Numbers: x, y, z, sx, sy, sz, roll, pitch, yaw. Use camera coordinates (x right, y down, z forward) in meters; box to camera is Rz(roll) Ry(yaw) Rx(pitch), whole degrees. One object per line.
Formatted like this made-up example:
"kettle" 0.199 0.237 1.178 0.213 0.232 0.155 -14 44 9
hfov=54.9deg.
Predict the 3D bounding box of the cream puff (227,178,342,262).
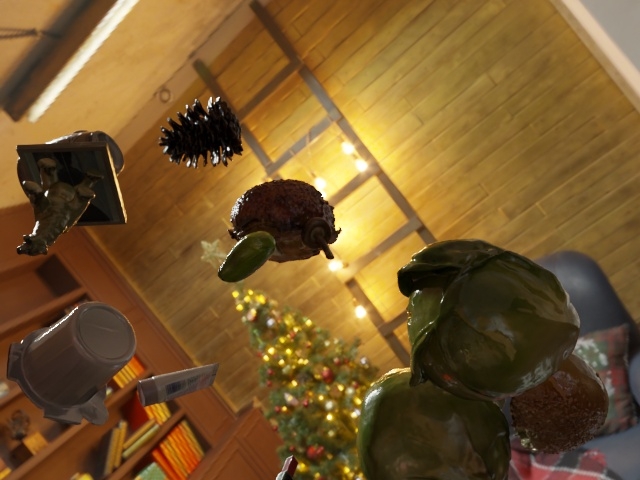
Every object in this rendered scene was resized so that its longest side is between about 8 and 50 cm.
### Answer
"cream puff" -0.120 -0.069 1.906 0.351 0.228 0.350 -8 -22 -3

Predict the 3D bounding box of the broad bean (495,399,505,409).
"broad bean" 0.465 0.409 1.881 0.119 0.291 0.238 -36 26 10

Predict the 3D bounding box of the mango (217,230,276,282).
"mango" -0.180 0.037 1.483 0.165 0.074 0.091 -36 -35 6

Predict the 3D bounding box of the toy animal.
"toy animal" -0.420 -0.053 0.980 0.101 0.103 0.218 -63 22 16

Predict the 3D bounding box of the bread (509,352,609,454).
"bread" 0.500 0.349 1.295 0.192 0.314 0.171 2 47 22

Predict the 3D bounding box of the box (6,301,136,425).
"box" -0.567 0.292 1.494 0.206 0.291 0.262 -38 -3 26

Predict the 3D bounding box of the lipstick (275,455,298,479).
"lipstick" -0.135 0.766 1.756 0.051 0.051 0.312 -16 36 40

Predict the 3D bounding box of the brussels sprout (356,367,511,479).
"brussels sprout" 0.228 0.399 1.263 0.328 0.328 0.247 -39 1 -8

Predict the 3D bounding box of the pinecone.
"pinecone" -0.409 -0.350 2.095 0.292 0.246 0.246 -21 -7 -26

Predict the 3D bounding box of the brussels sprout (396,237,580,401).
"brussels sprout" 0.260 0.131 1.019 0.227 0.295 0.259 101 -175 -62

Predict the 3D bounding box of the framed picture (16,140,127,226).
"framed picture" -0.444 -0.097 1.119 0.150 0.015 0.203 -3 -39 -8

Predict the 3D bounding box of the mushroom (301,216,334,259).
"mushroom" -0.002 0.002 1.709 0.088 0.129 0.073 -23 -10 -15

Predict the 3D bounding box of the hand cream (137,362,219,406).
"hand cream" -0.439 0.446 1.927 0.248 0.083 0.133 -8 -38 -32

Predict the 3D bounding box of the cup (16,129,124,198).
"cup" -0.741 -0.244 1.901 0.257 0.227 0.301 -23 45 13
